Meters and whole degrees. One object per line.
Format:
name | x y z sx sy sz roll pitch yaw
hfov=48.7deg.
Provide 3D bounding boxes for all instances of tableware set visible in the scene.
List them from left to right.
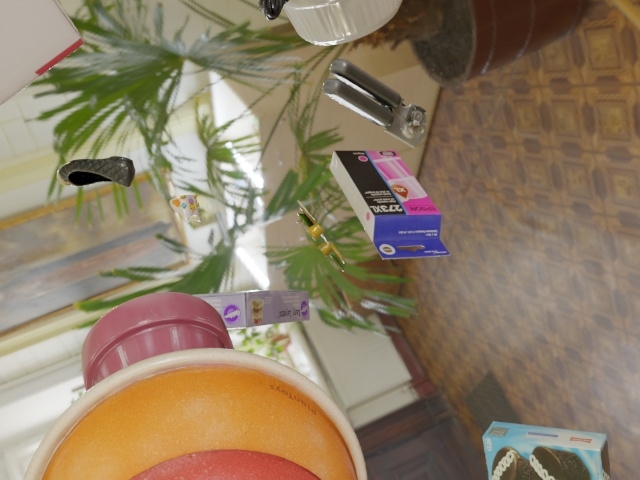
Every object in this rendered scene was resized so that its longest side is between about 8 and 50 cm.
tableware set | 0.000 0.000 1.155 0.104 0.024 0.154 50 177 21

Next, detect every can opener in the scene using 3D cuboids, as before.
can opener | 0.102 -0.258 1.347 0.095 0.283 0.076 21 90 48

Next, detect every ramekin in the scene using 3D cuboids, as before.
ramekin | 0.046 -0.511 1.447 0.273 0.273 0.127 50 169 51

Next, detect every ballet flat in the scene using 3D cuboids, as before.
ballet flat | -0.378 -0.107 1.169 0.057 0.173 0.049 29 -117 -53

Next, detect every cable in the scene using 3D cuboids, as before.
cable | -0.058 -0.459 1.236 0.047 0.150 0.184 35 -162 -7

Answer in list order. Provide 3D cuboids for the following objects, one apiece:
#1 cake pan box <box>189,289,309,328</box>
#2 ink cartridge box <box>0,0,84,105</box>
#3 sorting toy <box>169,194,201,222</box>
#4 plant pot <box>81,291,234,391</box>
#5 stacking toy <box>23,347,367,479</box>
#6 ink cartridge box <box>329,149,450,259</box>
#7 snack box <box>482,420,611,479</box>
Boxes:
cake pan box | -0.179 0.131 1.329 0.267 0.246 0.070 7 -100 -67
ink cartridge box | -0.546 -0.256 1.072 0.306 0.226 0.131 -14 123 36
sorting toy | -0.354 -0.083 1.916 0.045 0.083 0.075 -30 76 40
plant pot | -0.196 0.199 0.908 0.180 0.201 0.201 -120 16 -46
stacking toy | -0.078 0.313 0.532 0.480 0.351 0.350 -139 31 -73
ink cartridge box | 0.163 -0.095 1.683 0.371 0.176 0.069 -115 30 -45
snack box | 0.386 0.464 1.168 0.187 0.060 0.322 -3 105 34
